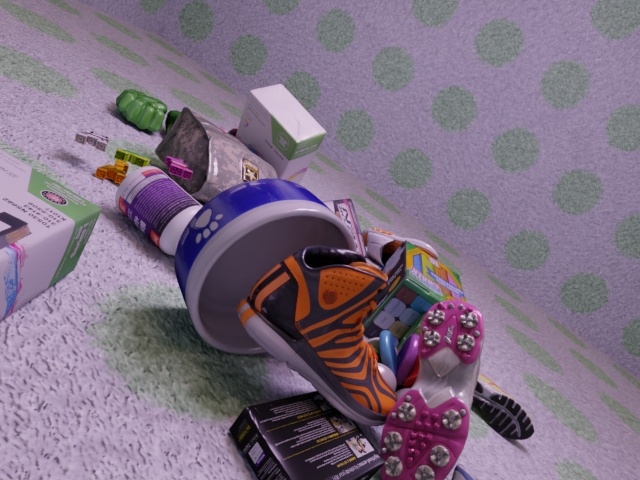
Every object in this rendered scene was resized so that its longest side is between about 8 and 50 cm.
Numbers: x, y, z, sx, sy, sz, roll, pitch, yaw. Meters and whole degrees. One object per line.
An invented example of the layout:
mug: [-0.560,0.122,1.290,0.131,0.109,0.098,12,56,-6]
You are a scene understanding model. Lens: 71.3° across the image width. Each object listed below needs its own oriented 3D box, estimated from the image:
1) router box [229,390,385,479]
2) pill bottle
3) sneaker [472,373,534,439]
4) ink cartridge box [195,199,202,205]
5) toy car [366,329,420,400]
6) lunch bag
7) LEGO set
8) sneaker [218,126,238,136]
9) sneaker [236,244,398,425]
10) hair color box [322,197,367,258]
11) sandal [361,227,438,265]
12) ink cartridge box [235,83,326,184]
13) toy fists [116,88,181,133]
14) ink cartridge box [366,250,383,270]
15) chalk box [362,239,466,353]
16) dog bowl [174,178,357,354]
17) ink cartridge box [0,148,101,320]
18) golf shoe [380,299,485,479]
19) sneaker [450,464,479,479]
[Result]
router box: [-0.012,0.267,0.579,0.179,0.046,0.133,12,27,-52]
pill bottle: [-0.272,-0.040,0.818,0.193,0.108,0.108,39,18,16]
sneaker: [0.396,0.362,1.025,0.208,0.081,0.094,40,16,19]
ink cartridge box: [-0.300,-0.078,1.002,0.048,0.028,0.083,35,17,-1]
toy car: [0.152,0.236,0.814,0.182,0.136,0.159,36,17,3]
lunch bag: [-0.236,-0.166,1.098,0.235,0.169,0.287,26,17,-49]
LEGO set: [-0.401,-0.161,0.954,0.227,0.087,0.093,18,20,-27]
sneaker: [-0.276,-0.304,1.475,0.112,0.131,0.319,36,17,4]
sneaker: [0.051,0.134,0.642,0.321,0.180,0.124,45,1,-29]
hair color box: [0.000,0.000,1.069,0.347,0.105,0.173,-20,94,-66]
sandal: [0.196,0.031,1.230,0.265,0.076,0.102,13,-30,50]
ink cartridge box: [-0.149,-0.246,1.308,0.119,0.353,0.207,-31,74,-38]
toy fists: [-0.468,-0.362,1.341,0.279,0.096,0.142,22,22,-39]
ink cartridge box: [0.126,0.072,1.309,0.104,0.060,0.180,27,10,-20]
chalk box: [0.219,0.162,1.048,0.179,0.180,0.289,33,25,-4]
dog bowl: [-0.080,0.043,0.685,0.265,0.265,0.104,18,22,-42]
ink cartridge box: [-0.406,-0.005,0.462,0.201,0.117,0.278,32,18,-8]
golf shoe: [0.187,0.250,0.684,0.115,0.306,0.140,13,-26,33]
sneaker: [0.166,0.377,0.494,0.127,0.182,0.315,41,-11,15]
